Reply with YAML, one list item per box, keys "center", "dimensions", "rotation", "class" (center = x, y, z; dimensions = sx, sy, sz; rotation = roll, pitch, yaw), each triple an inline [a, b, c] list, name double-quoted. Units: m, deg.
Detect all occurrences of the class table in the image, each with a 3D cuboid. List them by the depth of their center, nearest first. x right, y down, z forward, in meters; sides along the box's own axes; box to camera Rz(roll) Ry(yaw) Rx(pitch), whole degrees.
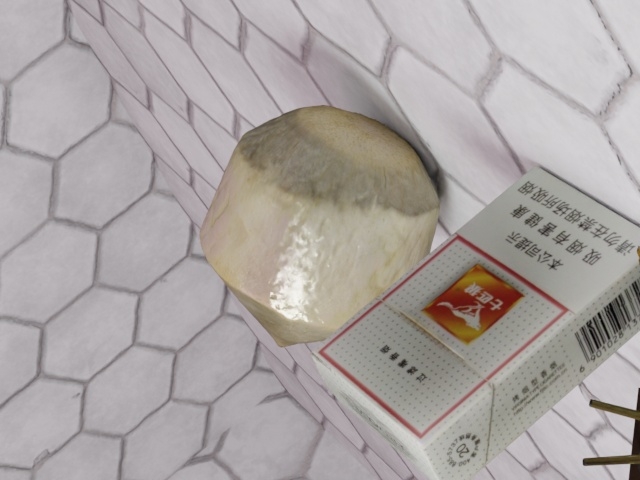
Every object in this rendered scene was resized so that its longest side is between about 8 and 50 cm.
- center: [0.377, 0.221, 1.915]
  dimensions: [0.111, 0.121, 0.240]
  rotation: [8, 174, -12]
  class: "table"

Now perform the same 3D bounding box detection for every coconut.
- center: [0.000, 0.000, 2.244]
  dimensions: [0.329, 0.329, 0.329]
  rotation: [48, 168, 14]
  class: "coconut"

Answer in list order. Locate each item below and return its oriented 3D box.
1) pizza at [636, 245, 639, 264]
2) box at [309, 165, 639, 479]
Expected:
- center: [0.385, 0.073, 1.696]
  dimensions: [0.199, 0.062, 0.188]
  rotation: [53, 157, 17]
  class: "pizza"
- center: [0.182, 0.088, 1.813]
  dimensions: [0.210, 0.330, 0.095]
  rotation: [37, 163, 48]
  class: "box"
